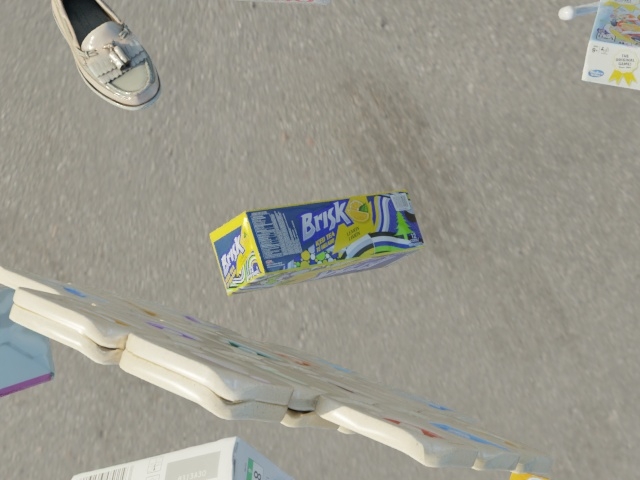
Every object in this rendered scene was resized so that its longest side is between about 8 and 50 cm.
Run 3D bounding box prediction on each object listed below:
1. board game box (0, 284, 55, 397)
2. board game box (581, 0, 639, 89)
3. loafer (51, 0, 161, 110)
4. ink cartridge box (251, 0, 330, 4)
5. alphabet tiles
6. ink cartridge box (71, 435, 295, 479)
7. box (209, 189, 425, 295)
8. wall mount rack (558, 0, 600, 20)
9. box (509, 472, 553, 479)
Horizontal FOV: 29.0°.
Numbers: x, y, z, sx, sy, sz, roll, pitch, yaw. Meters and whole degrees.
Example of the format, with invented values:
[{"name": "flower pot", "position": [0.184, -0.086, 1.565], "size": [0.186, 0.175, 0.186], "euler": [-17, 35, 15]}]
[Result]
[{"name": "board game box", "position": [-0.420, 0.114, 1.106], "size": [0.303, 0.224, 0.098], "euler": [-6, 96, 43]}, {"name": "board game box", "position": [0.240, -0.112, 0.744], "size": [0.154, 0.103, 0.026], "euler": [11, 120, 11]}, {"name": "loafer", "position": [-0.149, -0.136, 0.825], "size": [0.045, 0.125, 0.039], "euler": [-32, 148, -11]}, {"name": "ink cartridge box", "position": [-0.059, -0.282, 0.919], "size": [0.171, 0.232, 0.168], "euler": [3, 89, -5]}, {"name": "alphabet tiles", "position": [-0.027, 0.072, 0.652], "size": [0.278, 0.284, 0.021], "euler": [18, 88, 30]}, {"name": "ink cartridge box", "position": [-0.084, 0.257, 1.088], "size": [0.181, 0.056, 0.224], "euler": [-18, 139, 27]}, {"name": "box", "position": [0.000, 0.000, 0.997], "size": [0.169, 0.059, 0.054], "euler": [-8, 76, -38]}, {"name": "wall mount rack", "position": [0.350, -0.369, 1.390], "size": [0.130, 0.304, 0.350], "euler": [-14, 98, -12]}, {"name": "box", "position": [0.223, 0.236, 1.072], "size": [0.136, 0.081, 0.028], "euler": [37, 69, -51]}]
